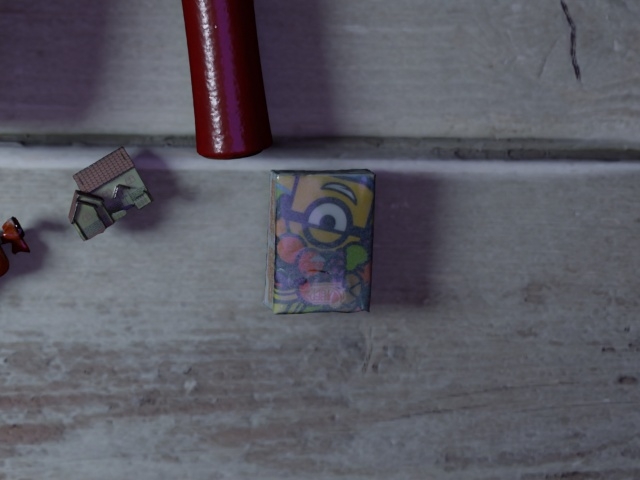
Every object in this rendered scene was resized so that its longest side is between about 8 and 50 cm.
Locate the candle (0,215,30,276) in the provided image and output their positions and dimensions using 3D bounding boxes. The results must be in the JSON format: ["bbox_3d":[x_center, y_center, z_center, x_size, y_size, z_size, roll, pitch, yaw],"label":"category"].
[{"bbox_3d":[-0.433,0.074,1.840,0.329,0.048,0.051,-28,92,-8],"label":"candle"}]

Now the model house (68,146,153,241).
[{"bbox_3d":[-0.217,-0.047,1.870,0.083,0.057,0.058,-30,110,-6],"label":"model house"}]

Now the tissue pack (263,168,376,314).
[{"bbox_3d":[0.000,0.000,1.933,0.108,0.060,0.148,-1,101,-14],"label":"tissue pack"}]

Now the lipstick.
[{"bbox_3d":[-0.097,-0.202,1.863,0.080,0.080,0.241,-8,102,-13],"label":"lipstick"}]
